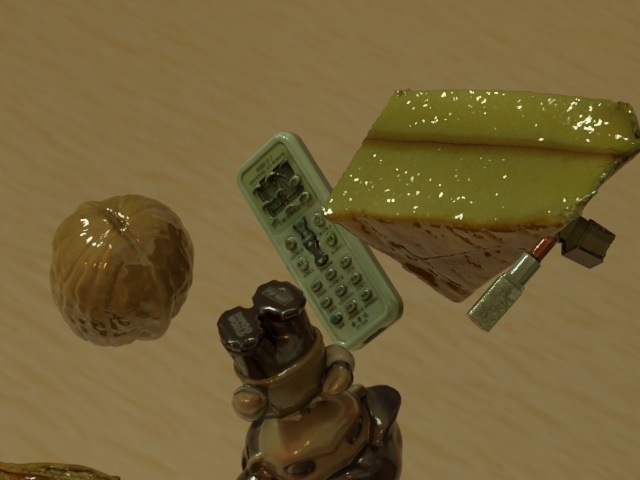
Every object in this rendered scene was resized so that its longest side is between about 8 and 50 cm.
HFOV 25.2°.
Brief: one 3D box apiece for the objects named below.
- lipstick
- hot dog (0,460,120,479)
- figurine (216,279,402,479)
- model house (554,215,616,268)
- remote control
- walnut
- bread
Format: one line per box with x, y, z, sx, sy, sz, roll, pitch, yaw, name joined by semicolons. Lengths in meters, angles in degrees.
0.209;0.041;1.533;0.129;0.030;0.030;-48;-2;-4;lipstick
-0.390;0.388;2.132;0.072;0.269;0.115;-48;-31;-79;hot dog
-0.004;0.221;1.762;0.218;0.206;0.365;-49;-30;-30;figurine
0.333;-0.004;1.865;0.058;0.083;0.057;-60;38;10;model house
0.000;0.000;2.135;0.128;0.335;0.065;-40;-17;30;remote control
-0.293;0.047;2.119;0.225;0.225;0.261;-58;-9;-33;walnut
0.209;-0.103;1.796;0.233;0.245;0.361;-59;9;-25;bread
